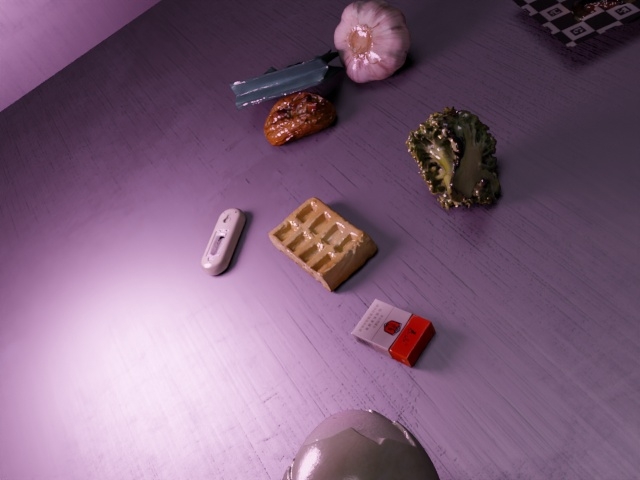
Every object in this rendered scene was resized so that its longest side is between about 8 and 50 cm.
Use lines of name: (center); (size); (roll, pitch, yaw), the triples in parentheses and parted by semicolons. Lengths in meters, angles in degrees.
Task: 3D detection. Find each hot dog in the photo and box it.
hot dog: (-0.066, -0.360, 2.098); (0.226, 0.099, 0.160); (-19, 48, 9)

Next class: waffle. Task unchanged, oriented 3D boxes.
waffle: (0.000, 0.000, 1.769); (0.168, 0.057, 0.274); (-41, 44, -11)

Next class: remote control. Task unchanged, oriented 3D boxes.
remote control: (-0.265, -0.002, 1.926); (0.078, 0.042, 0.221); (-4, 51, 27)

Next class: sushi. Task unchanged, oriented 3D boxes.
sushi: (0.748, -0.647, 1.932); (0.343, 0.064, 0.359); (-24, 43, 2)

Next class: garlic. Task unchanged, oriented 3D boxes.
garlic: (0.182, -0.609, 2.144); (0.245, 0.245, 0.253); (10, 21, 34)

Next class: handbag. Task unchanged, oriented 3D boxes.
handbag: (-0.104, -0.504, 2.192); (0.326, 0.089, 0.238); (-13, 17, 20)

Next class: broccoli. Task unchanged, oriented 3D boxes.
broccoli: (0.292, -0.168, 1.659); (0.180, 0.242, 0.273); (-19, 34, 44)

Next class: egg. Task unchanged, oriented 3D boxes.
egg: (0.067, 0.440, 1.187); (0.278, 0.278, 0.336); (-24, 42, 8)

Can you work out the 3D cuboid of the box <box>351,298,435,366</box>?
box: (0.156, 0.197, 1.520); (0.152, 0.048, 0.100); (19, 64, 41)
